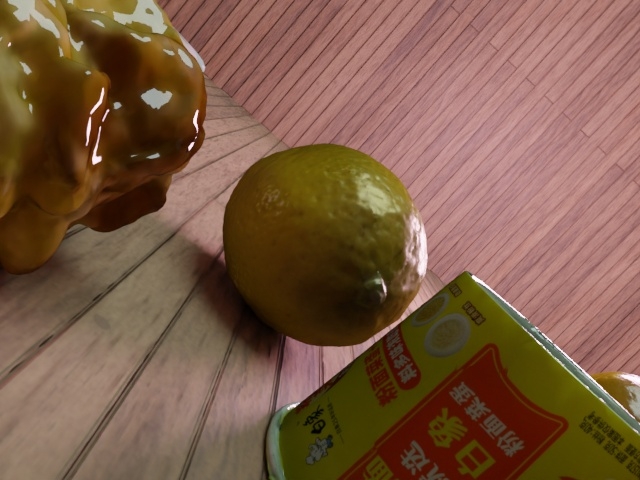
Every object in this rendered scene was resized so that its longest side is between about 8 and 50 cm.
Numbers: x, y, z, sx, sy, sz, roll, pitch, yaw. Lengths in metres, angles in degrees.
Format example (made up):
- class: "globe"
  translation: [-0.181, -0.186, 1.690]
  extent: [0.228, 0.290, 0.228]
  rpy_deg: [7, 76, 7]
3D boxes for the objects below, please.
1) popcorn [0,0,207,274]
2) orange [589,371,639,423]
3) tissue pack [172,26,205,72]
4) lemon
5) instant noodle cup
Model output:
- class: "popcorn"
  translation: [-0.235, -0.122, 0.426]
  extent: [0.332, 0.225, 0.264]
  rpy_deg: [55, 32, -29]
- class: "orange"
  translation: [0.518, 0.372, 1.131]
  extent: [0.235, 0.278, 0.279]
  rpy_deg: [13, -9, 35]
- class: "tissue pack"
  translation: [-0.343, -0.281, 0.804]
  extent: [0.266, 0.194, 0.356]
  rpy_deg: [41, 9, 4]
- class: "lemon"
  translation: [0.000, 0.000, 0.779]
  extent: [0.245, 0.245, 0.320]
  rpy_deg: [37, 5, -29]
- class: "instant noodle cup"
  translation: [0.134, 0.181, 0.537]
  extent: [0.311, 0.221, 0.311]
  rpy_deg: [40, 9, -7]
